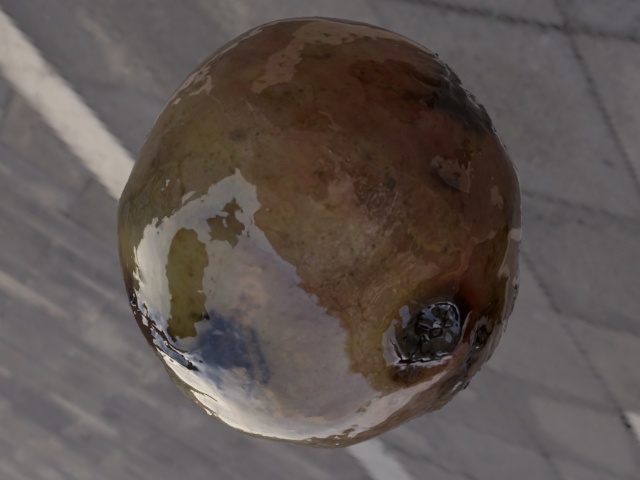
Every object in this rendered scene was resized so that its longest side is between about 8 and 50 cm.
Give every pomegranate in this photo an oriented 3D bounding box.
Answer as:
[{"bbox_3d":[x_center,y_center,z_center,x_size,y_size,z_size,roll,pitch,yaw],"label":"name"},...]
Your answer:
[{"bbox_3d":[0.000,0.000,1.167,0.322,0.322,0.322,28,162,10],"label":"pomegranate"}]
